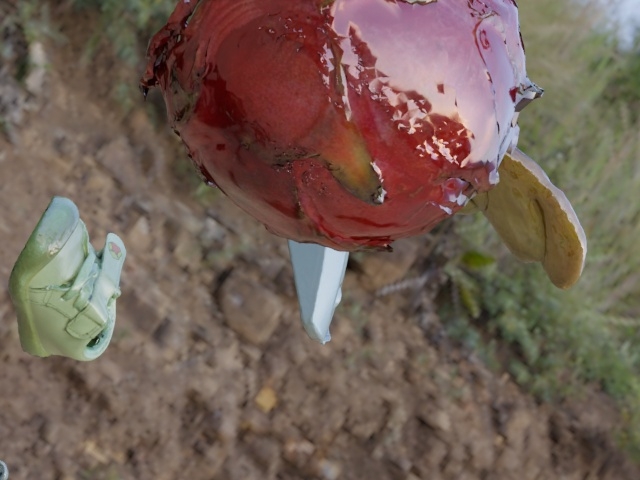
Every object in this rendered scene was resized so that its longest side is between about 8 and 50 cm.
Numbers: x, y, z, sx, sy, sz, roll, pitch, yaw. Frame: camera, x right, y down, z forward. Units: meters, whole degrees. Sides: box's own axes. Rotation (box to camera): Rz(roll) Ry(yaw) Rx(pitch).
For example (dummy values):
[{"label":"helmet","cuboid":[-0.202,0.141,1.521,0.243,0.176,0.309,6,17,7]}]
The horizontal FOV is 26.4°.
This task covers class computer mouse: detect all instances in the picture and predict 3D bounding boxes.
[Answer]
[{"label":"computer mouse","cuboid":[0.000,0.000,1.521,0.079,0.231,0.128,-8,-5,7]}]

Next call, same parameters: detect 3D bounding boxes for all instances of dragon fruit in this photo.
[{"label":"dragon fruit","cuboid":[0.016,-0.140,1.124,0.301,0.295,0.295,40,-6,-20]}]

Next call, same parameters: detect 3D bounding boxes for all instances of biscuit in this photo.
[{"label":"biscuit","cuboid":[0.240,-0.062,1.846,0.299,0.045,0.154,34,-44,21]}]

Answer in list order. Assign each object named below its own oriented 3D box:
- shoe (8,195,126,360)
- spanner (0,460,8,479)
[{"label":"shoe","cuboid":[-0.309,0.049,1.679,0.128,0.140,0.262,9,-41,-6]},{"label":"spanner","cuboid":[-0.471,0.320,1.422,0.040,0.325,0.095,59,9,14]}]
